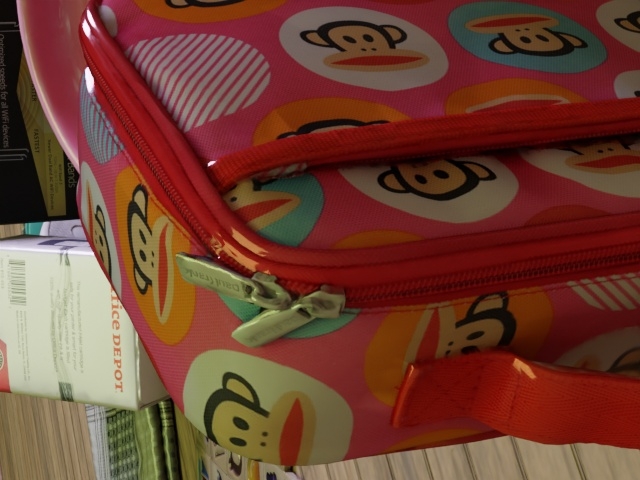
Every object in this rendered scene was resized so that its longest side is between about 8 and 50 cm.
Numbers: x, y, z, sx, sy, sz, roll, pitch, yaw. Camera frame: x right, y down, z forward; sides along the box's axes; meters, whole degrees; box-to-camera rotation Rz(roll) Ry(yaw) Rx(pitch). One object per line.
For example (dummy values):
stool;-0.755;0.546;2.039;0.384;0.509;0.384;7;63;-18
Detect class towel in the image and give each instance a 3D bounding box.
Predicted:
towel;-0.250;0.215;1.701;0.312;0.056;0.324;149;115;-67

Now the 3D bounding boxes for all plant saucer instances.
plant saucer;-0.170;-0.180;1.266;0.332;0.084;0.332;29;130;41

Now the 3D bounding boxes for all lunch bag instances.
lunch bag;0.064;-0.015;0.521;0.258;0.293;0.120;-126;36;-47

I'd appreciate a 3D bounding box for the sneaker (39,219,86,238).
sneaker;-0.334;0.079;1.710;0.151;0.094;0.256;-57;31;33

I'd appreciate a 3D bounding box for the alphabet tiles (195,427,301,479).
alphabet tiles;-0.070;0.273;1.310;0.342;0.011;0.285;-159;67;-67

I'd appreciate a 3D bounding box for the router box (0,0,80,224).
router box;-0.329;-0.176;1.565;0.081;0.243;0.309;-161;69;-66

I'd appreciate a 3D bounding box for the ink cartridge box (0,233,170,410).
ink cartridge box;-0.271;0.087;1.506;0.237;0.100;0.172;3;99;29

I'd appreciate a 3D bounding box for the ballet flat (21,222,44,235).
ballet flat;-0.352;-0.142;1.835;0.123;0.123;0.349;-133;45;-58
